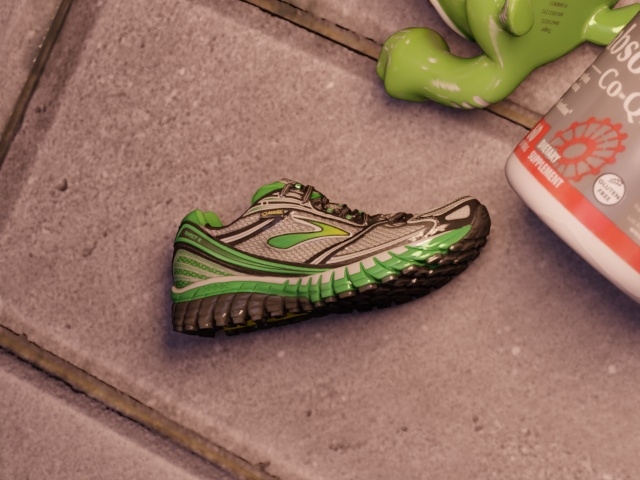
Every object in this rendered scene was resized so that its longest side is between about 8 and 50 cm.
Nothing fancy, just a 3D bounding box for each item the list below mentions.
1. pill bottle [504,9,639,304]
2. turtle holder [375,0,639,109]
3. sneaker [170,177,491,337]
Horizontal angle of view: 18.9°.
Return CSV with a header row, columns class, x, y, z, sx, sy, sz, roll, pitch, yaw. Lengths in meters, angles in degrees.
class,x,y,z,sx,sy,sz,roll,pitch,yaw
pill bottle,0.355,-0.129,1.726,0.210,0.210,0.363,45,100,18
turtle holder,0.185,-0.284,1.816,0.227,0.243,0.320,39,139,34
sneaker,0.000,0.000,1.887,0.343,0.134,0.146,-10,81,20
